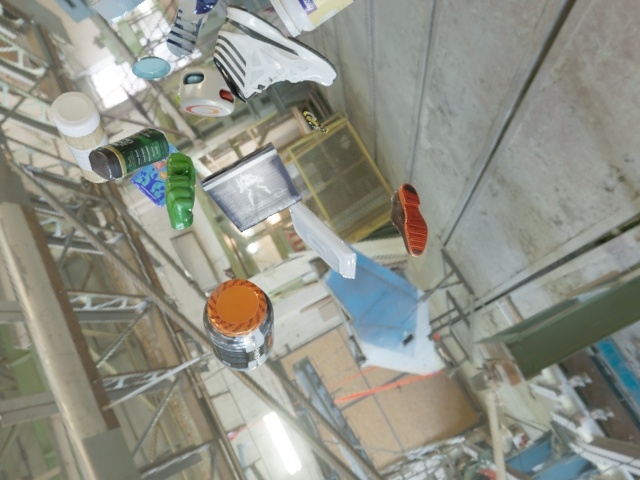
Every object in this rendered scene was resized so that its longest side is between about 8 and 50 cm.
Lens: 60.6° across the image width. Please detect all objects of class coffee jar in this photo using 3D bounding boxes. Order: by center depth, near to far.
[{"bbox_3d":[-0.478,-0.216,1.370,0.096,0.184,0.079,21,130,32],"label":"coffee jar"}]

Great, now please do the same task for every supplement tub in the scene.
[{"bbox_3d":[-0.242,0.256,1.658,0.207,0.207,0.338,61,164,22],"label":"supplement tub"},{"bbox_3d":[-0.026,-1.012,2.231,0.241,0.331,0.241,55,-167,-19],"label":"supplement tub"}]

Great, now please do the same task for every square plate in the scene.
[{"bbox_3d":[0.000,0.000,2.113,0.347,0.049,0.344,44,168,15],"label":"square plate"}]

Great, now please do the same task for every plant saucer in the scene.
[{"bbox_3d":[-0.524,-0.539,1.696,0.119,0.119,0.021,62,-166,-79],"label":"plant saucer"}]

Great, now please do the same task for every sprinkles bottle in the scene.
[{"bbox_3d":[-0.707,-0.301,1.665,0.121,0.121,0.355,61,162,13],"label":"sprinkles bottle"}]

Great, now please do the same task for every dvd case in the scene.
[{"bbox_3d":[-0.141,-0.106,1.173,0.018,0.164,0.221,62,-179,28],"label":"dvd case"}]

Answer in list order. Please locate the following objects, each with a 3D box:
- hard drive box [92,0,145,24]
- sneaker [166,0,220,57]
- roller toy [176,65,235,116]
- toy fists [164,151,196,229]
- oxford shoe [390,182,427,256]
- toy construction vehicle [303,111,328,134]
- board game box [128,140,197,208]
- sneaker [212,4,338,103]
[{"bbox_3d":[-0.631,-0.851,1.803,0.089,0.232,0.181,41,-147,-49],"label":"hard drive box"},{"bbox_3d":[-0.457,-0.834,1.971,0.127,0.315,0.182,23,-142,-25],"label":"sneaker"},{"bbox_3d":[-0.394,-0.529,1.932,0.191,0.209,0.147,179,93,-69],"label":"roller toy"},{"bbox_3d":[-0.438,-0.169,1.725,0.279,0.096,0.142,-102,8,-46],"label":"toy fists"},{"bbox_3d":[0.301,-0.059,1.902,0.096,0.098,0.272,14,-122,-30],"label":"oxford shoe"},{"bbox_3d":[-0.015,-0.448,2.074,0.098,0.035,0.086,45,-163,13],"label":"toy construction vehicle"},{"bbox_3d":[-0.605,-0.253,2.113,0.160,0.210,0.047,47,169,-29],"label":"board game box"},{"bbox_3d":[-0.163,-0.561,1.830,0.447,0.258,0.169,19,-167,-36],"label":"sneaker"}]
